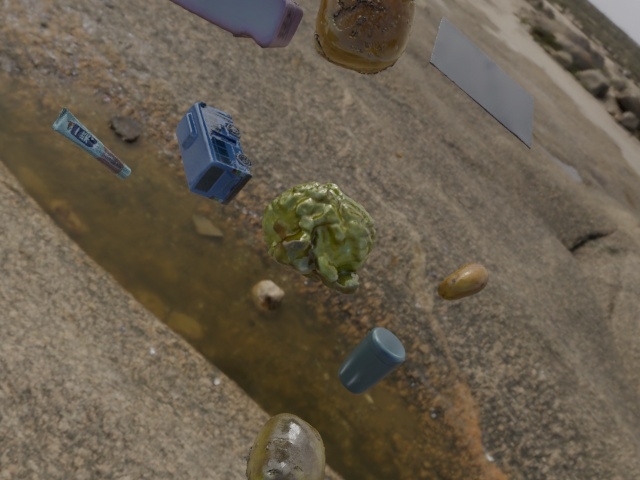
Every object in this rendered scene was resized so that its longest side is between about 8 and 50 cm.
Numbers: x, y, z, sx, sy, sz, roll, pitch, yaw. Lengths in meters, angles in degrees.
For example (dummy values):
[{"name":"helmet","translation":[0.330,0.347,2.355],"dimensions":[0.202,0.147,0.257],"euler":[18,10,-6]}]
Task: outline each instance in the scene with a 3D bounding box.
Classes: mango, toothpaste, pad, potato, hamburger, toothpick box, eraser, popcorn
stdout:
[{"name":"mango","translation":[0.425,0.121,1.654],"dimensions":[0.178,0.115,0.090],"euler":[-15,75,-41]},{"name":"toothpaste","translation":[-0.507,-0.208,1.258],"dimensions":[0.205,0.036,0.056],"euler":[49,51,-49]},{"name":"pad","translation":[0.363,-0.349,1.237],"dimensions":[0.300,0.005,0.202],"euler":[34,49,-17]},{"name":"potato","translation":[-0.068,0.416,1.081],"dimensions":[0.164,0.081,0.200],"euler":[7,34,0]},{"name":"hamburger","translation":[0.134,-0.660,1.673],"dimensions":[0.284,0.304,0.174],"euler":[14,6,-4]},{"name":"toothpick box","translation":[0.135,0.337,1.553],"dimensions":[0.120,0.184,0.120],"euler":[34,24,-18]},{"name":"eraser","translation":[-0.187,-0.517,1.202],"dimensions":[0.272,0.122,0.359],"euler":[24,18,-6]},{"name":"popcorn","translation":[0.000,0.000,1.214],"dimensions":[0.237,0.206,0.251],"euler":[-8,74,-25]}]

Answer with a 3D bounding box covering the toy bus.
[{"name":"toy bus","translation":[-0.257,-0.212,1.318],"dimensions":[0.133,0.116,0.234],"euler":[17,39,-41]}]
